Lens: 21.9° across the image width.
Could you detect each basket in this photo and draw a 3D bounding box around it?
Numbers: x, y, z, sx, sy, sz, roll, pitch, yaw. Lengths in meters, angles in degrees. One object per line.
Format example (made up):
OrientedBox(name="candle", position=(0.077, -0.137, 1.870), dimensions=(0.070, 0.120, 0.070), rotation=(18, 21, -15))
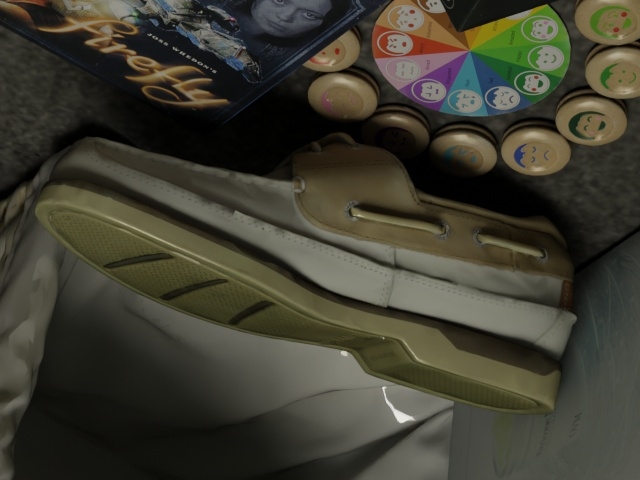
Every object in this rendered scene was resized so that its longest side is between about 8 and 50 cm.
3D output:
OrientedBox(name="basket", position=(-0.127, 0.182, 0.958), dimensions=(0.266, 0.328, 0.331), rotation=(-24, 133, 39))

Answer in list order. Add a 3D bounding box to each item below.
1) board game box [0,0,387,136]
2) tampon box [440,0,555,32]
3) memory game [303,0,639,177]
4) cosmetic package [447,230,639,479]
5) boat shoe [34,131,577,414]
OrientedBox(name="board game box", position=(-0.107, -0.146, 0.734), dimensions=(0.243, 0.042, 0.165), rotation=(28, 147, -23))
OrientedBox(name="tampon box", position=(0.084, -0.167, 0.541), dimensions=(0.101, 0.120, 0.161), rotation=(-20, 166, -20))
OrientedBox(name="memory game", position=(0.074, -0.091, 0.812), dimensions=(0.186, 0.012, 0.186), rotation=(6, 143, 5))
OrientedBox(name="cosmetic package", position=(0.183, 0.133, 0.910), dimensions=(0.138, 0.224, 0.224), rotation=(25, 140, -21))
OrientedBox(name="boat shoe", position=(0.000, 0.000, 0.864), dimensions=(0.302, 0.103, 0.113), rotation=(22, 164, -25))
